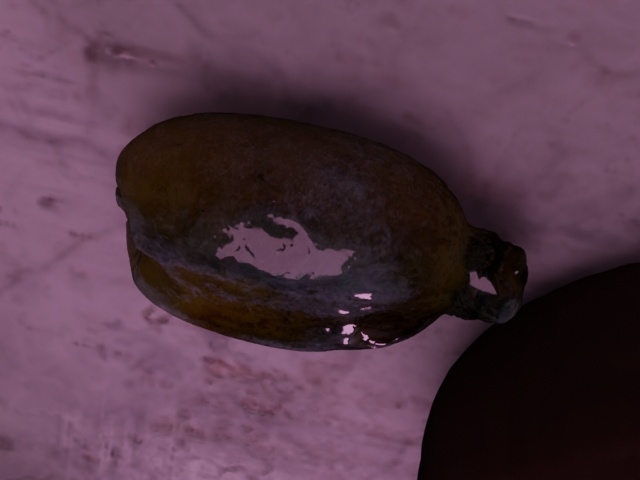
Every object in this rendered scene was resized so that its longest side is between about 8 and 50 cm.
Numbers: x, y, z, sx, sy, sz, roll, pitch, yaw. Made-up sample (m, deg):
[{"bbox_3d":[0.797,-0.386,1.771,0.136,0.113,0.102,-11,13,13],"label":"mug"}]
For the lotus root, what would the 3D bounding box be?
[{"bbox_3d":[0.000,0.000,0.689,0.192,0.088,0.113,10,141,2],"label":"lotus root"}]

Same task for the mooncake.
[{"bbox_3d":[0.196,0.160,0.714,0.326,0.174,0.334,23,123,-9],"label":"mooncake"}]
